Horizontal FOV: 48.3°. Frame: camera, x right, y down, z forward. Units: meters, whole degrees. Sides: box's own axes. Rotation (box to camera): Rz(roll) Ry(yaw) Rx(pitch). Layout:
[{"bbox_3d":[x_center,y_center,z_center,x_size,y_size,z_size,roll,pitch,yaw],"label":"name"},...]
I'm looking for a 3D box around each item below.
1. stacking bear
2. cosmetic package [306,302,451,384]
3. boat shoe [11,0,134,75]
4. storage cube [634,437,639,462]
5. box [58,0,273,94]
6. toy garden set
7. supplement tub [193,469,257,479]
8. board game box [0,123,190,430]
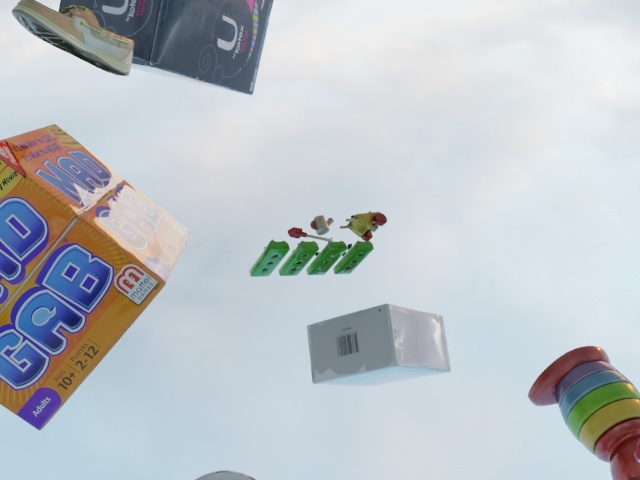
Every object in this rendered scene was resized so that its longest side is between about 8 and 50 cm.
[{"bbox_3d":[0.559,0.357,1.369,0.175,0.164,0.289,2,-144,-21],"label":"stacking bear"},{"bbox_3d":[0.129,0.240,1.577,0.224,0.224,0.138,-20,-112,36],"label":"cosmetic package"},{"bbox_3d":[-0.242,-0.210,0.711,0.050,0.135,0.045,16,-94,32],"label":"boat shoe"},{"bbox_3d":[0.471,0.196,0.712,0.193,0.183,0.215,7,-117,54],"label":"storage cube"},{"bbox_3d":[-0.185,-0.293,0.914,0.143,0.165,0.270,15,-170,18],"label":"box"},{"bbox_3d":[0.000,0.000,1.451,0.244,0.204,0.049,0,-123,-32],"label":"toy garden set"},{"bbox_3d":[-0.198,0.581,1.358,0.207,0.338,0.207,7,-125,-10],"label":"supplement tub"},{"bbox_3d":[-0.509,0.047,1.333,0.356,0.356,0.356,-49,-168,9],"label":"board game box"}]
